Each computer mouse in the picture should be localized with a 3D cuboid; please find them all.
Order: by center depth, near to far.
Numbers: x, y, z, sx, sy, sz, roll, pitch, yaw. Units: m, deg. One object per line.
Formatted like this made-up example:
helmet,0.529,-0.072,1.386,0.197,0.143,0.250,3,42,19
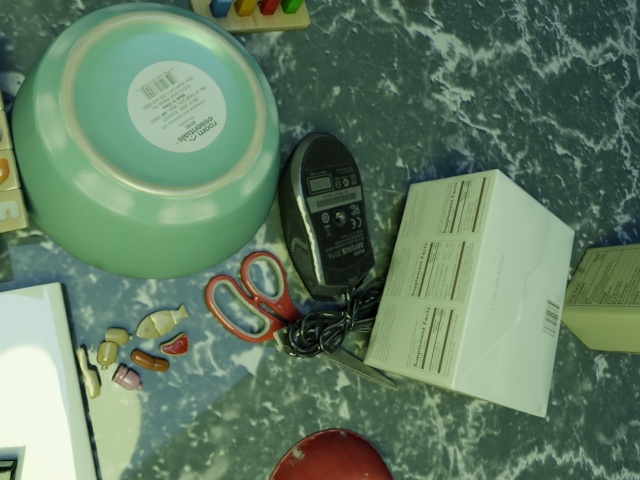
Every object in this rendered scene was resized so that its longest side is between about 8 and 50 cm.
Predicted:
computer mouse,0.000,0.000,0.600,0.189,0.072,0.271,-11,95,-41

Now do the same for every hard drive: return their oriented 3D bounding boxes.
hard drive,-0.337,0.217,0.440,0.211,0.040,0.318,-11,88,-25

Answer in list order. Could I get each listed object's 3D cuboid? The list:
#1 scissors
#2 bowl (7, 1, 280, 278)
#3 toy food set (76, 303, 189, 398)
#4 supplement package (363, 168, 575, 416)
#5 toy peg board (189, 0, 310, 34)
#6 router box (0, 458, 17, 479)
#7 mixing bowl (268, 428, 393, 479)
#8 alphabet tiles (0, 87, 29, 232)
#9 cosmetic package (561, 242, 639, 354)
scissors,-0.020,0.138,0.606,0.297,0.021,0.109,48,65,-13
bowl,-0.169,-0.117,0.492,0.312,0.163,0.311,3,82,-22
toy food set,-0.204,0.127,0.525,0.122,0.019,0.077,-17,91,-32
supplement package,0.207,0.073,0.623,0.204,0.145,0.261,26,74,-33
toy peg board,-0.095,-0.367,0.602,0.161,0.079,0.161,-16,90,-25
router box,-0.325,0.257,0.396,0.092,0.038,0.122,9,80,-24
mixing bowl,0.031,0.334,0.558,0.182,0.098,0.181,3,83,-24
alphabet tiles,-0.395,-0.068,0.437,0.199,0.009,0.236,-12,88,-7
cosmetic package,0.550,0.088,0.704,0.113,0.309,0.160,43,70,-13
